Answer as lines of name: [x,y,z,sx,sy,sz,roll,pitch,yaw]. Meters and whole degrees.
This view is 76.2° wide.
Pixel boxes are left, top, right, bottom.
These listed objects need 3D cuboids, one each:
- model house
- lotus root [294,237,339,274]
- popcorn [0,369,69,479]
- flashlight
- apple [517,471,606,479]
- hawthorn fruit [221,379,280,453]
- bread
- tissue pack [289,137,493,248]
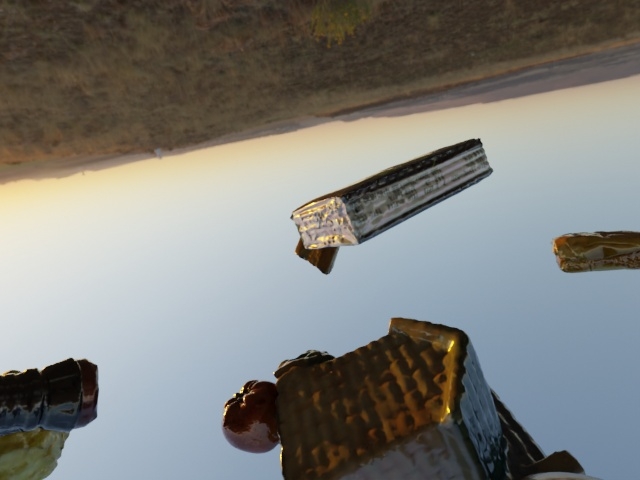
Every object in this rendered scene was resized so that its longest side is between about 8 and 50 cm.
model house: [0.193,0.357,0.725,0.400,0.445,0.395,-28,-158,5]
lotus root: [0.004,-0.002,0.908,0.095,0.135,0.159,22,178,-4]
popcorn: [-0.588,0.373,0.703,0.250,0.235,0.242,-39,-111,-23]
flashlight: [-0.381,0.187,0.455,0.232,0.093,0.093,6,180,-44]
apple: [0.292,0.373,0.447,0.188,0.211,0.211,8,-161,6]
hawthorn fruit: [-0.114,0.316,0.730,0.125,0.140,0.125,-10,-142,8]
bread: [0.395,0.013,0.567,0.132,0.053,0.074,-3,-172,30]
tissue pack: [0.094,-0.063,0.568,0.236,0.073,0.173,-26,-173,-24]
